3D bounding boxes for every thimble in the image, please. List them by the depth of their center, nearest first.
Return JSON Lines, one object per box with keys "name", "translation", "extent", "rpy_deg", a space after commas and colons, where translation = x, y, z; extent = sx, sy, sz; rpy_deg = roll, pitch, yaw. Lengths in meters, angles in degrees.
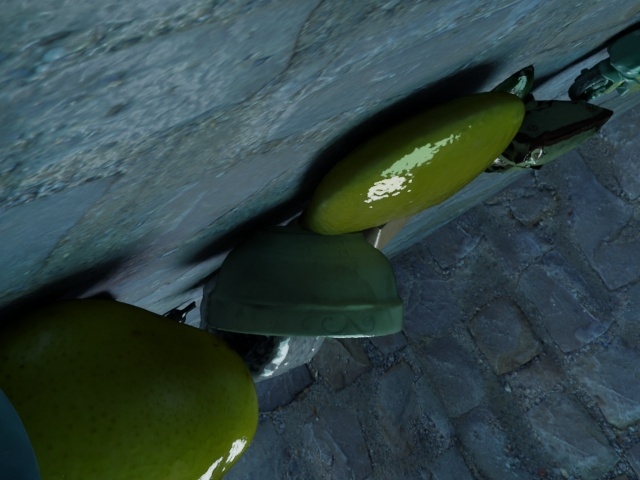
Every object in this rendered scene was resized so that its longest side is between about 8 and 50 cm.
{"name": "thimble", "translation": [-0.101, 0.134, 1.955], "extent": [0.157, 0.217, 0.245], "rpy_deg": [-22, 151, -55]}

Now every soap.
{"name": "soap", "translation": [0.126, -0.098, 1.510], "extent": [0.306, 0.115, 0.427], "rpy_deg": [-19, 172, -13]}

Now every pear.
{"name": "pear", "translation": [-0.295, 0.253, 1.379], "extent": [0.418, 0.362, 0.362], "rpy_deg": [-20, 171, -25]}

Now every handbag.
{"name": "handbag", "translation": [0.330, -0.176, 1.752], "extent": [0.235, 0.127, 0.213], "rpy_deg": [-16, -169, -41]}

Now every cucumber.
{"name": "cucumber", "translation": [0.289, -0.222, 1.602], "extent": [0.067, 0.035, 0.107], "rpy_deg": [-25, 171, -21]}

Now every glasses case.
{"name": "glasses case", "translation": [0.126, -0.068, 1.948], "extent": [0.193, 0.070, 0.102], "rpy_deg": [-44, 159, -37]}

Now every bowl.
{"name": "bowl", "translation": [-0.020, 0.063, 1.680], "extent": [0.307, 0.163, 0.307], "rpy_deg": [3, -175, 0]}

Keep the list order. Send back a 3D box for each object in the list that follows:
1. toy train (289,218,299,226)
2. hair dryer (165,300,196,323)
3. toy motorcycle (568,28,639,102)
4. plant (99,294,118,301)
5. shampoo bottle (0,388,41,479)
{"name": "toy train", "translation": [0.000, 0.000, 1.873], "extent": [0.138, 0.050, 0.087], "rpy_deg": [15, 144, -43]}
{"name": "hair dryer", "translation": [-0.351, 0.197, 2.144], "extent": [0.248, 0.078, 0.195], "rpy_deg": [-41, 170, 19]}
{"name": "toy motorcycle", "translation": [0.554, -0.313, 1.772], "extent": [0.296, 0.109, 0.198], "rpy_deg": [-18, 164, -29]}
{"name": "plant", "translation": [-0.316, 0.131, 1.592], "extent": [0.094, 0.092, 0.143], "rpy_deg": [-35, 170, -17]}
{"name": "shampoo bottle", "translation": [-0.446, 0.266, 0.937], "extent": [0.331, 0.331, 0.343], "rpy_deg": [-23, 171, -40]}
